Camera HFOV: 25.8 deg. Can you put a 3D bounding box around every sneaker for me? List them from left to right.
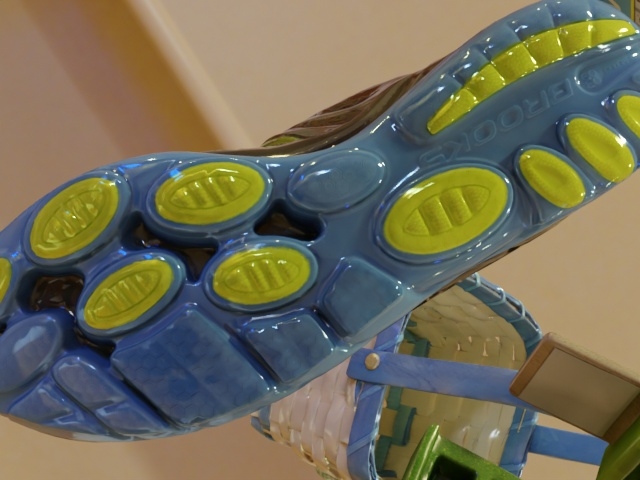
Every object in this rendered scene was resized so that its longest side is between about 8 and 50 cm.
[{"bbox_3d":[0.000,0.000,0.353,0.067,0.188,0.078,63,-13,8],"label":"sneaker"}]

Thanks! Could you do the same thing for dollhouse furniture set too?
[{"bbox_3d":[0.100,0.216,0.756,0.151,0.301,0.197,27,-41,2],"label":"dollhouse furniture set"}]

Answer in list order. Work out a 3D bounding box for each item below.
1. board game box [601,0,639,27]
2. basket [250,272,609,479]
[{"bbox_3d":[0.239,-0.074,0.592,0.303,0.097,0.224,51,-14,41],"label":"board game box"},{"bbox_3d":[0.115,0.129,1.078,0.289,0.201,0.255,0,-21,41],"label":"basket"}]
